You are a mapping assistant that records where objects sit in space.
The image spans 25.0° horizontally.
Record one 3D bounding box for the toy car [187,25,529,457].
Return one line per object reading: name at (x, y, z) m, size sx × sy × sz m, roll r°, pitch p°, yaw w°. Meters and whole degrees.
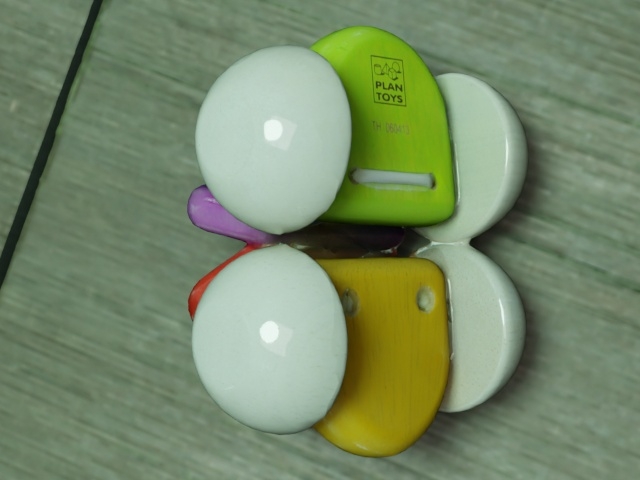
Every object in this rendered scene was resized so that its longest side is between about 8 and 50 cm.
toy car at (0.000, 0.000, 0.632) m, size 0.136 × 0.159 × 0.182 m, roll 0°, pitch 89°, yaw 48°
